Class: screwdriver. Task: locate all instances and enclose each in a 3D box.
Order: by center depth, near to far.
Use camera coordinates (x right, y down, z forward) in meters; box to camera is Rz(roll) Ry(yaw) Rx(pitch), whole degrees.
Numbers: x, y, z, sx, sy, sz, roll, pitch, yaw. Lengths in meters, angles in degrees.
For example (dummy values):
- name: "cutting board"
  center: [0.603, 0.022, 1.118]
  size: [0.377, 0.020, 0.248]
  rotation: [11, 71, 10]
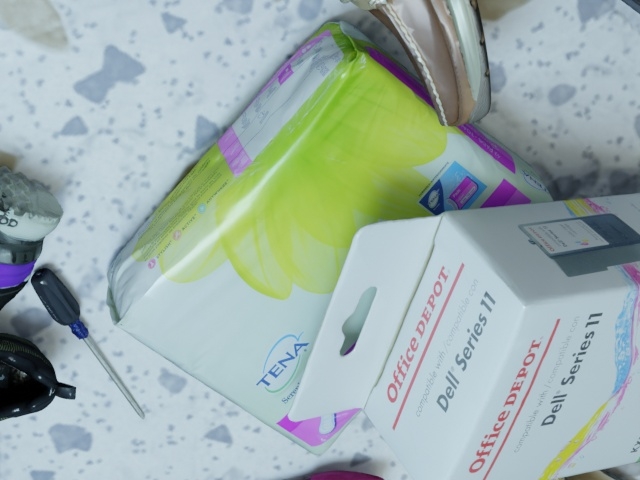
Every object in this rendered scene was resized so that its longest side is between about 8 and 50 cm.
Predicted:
- name: "screwdriver"
  center: [-0.183, 0.087, 1.486]
  size: [0.025, 0.024, 0.170]
  rotation: [-17, 124, 30]

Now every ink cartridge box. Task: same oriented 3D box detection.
- name: "ink cartridge box"
  center: [0.170, 0.081, 1.410]
  size: [0.353, 0.119, 0.207]
  rotation: [-6, 131, -34]

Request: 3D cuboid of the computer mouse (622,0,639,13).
- name: "computer mouse"
  center: [0.214, -0.227, 1.339]
  size: [0.272, 0.188, 0.072]
  rotation: [28, 106, -32]

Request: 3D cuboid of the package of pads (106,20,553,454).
- name: "package of pads"
  center: [0.000, 0.000, 1.433]
  size: [0.229, 0.101, 0.296]
  rotation: [36, 103, -25]

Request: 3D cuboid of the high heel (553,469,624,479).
- name: "high heel"
  center: [0.295, 0.230, 1.605]
  size: [0.261, 0.093, 0.186]
  rotation: [-12, 124, 5]

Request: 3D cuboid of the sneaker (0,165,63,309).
- name: "sneaker"
  center: [-0.353, -0.009, 1.360]
  size: [0.293, 0.102, 0.146]
  rotation: [20, 111, -19]

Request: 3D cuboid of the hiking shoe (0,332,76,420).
- name: "hiking shoe"
  center: [-0.305, 0.101, 1.393]
  size: [0.226, 0.114, 0.086]
  rotation: [-1, 92, -28]

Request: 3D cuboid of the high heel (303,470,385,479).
- name: "high heel"
  center: [0.012, 0.315, 1.603]
  size: [0.117, 0.082, 0.244]
  rotation: [-7, 104, 3]

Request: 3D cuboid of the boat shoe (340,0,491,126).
- name: "boat shoe"
  center: [0.032, -0.228, 1.317]
  size: [0.116, 0.123, 0.324]
  rotation: [-21, 101, 9]
